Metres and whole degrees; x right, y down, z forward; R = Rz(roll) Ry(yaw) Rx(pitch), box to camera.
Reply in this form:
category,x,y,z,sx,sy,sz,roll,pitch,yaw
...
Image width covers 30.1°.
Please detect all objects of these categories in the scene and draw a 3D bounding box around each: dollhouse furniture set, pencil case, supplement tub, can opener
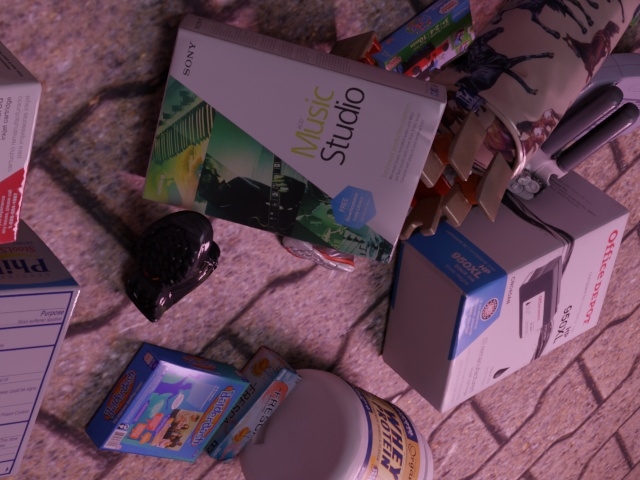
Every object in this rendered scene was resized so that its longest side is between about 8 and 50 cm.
category,x,y,z,sx,sy,sz,roll,pitch,yaw
dollhouse furniture set,0.091,-0.132,1.570,0.259,0.262,0.135,51,50,-30
pencil case,0.308,-0.285,1.650,0.410,0.183,0.160,-51,-170,-19
supplement tub,0.035,0.353,1.957,0.228,0.228,0.316,-51,144,4
can opener,0.394,-0.157,1.910,0.280,0.074,0.093,-41,-172,48

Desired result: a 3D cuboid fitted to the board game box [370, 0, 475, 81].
category,x,y,z,sx,sy,sz,roll,pitch,yaw
board game box,0.157,-0.232,1.704,0.160,0.039,0.211,-39,144,-15

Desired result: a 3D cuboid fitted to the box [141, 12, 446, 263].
category,x,y,z,sx,sy,sz,roll,pitch,yaw
box,-0.036,-0.117,1.427,0.322,0.058,0.232,15,120,-3

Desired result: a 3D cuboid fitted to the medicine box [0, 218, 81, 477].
category,x,y,z,sx,sy,sz,roll,pitch,yaw
medicine box,-0.448,0.133,1.320,0.264,0.149,0.289,-2,124,-45

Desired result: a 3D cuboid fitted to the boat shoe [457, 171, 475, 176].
category,x,y,z,sx,sy,sz,roll,pitch,yaw
boat shoe,0.298,-0.185,1.815,0.094,0.109,0.302,-75,-174,-62

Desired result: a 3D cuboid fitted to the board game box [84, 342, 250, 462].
category,x,y,z,sx,sy,sz,roll,pitch,yaw
board game box,-0.220,0.242,1.744,0.160,0.047,0.210,-55,143,8

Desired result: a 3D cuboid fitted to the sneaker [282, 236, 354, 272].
category,x,y,z,sx,sy,sz,roll,pitch,yaw
sneaker,0.000,0.000,1.758,0.158,0.061,0.064,27,75,-54

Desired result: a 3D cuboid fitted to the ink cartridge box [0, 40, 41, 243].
category,x,y,z,sx,sy,sz,roll,pitch,yaw
ink cartridge box,-0.432,-0.086,1.163,0.273,0.114,0.197,-11,130,-39

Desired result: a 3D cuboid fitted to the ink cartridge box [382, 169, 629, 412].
category,x,y,z,sx,sy,sz,roll,pitch,yaw
ink cartridge box,0.319,0.078,2.050,0.395,0.166,0.285,-24,138,-30

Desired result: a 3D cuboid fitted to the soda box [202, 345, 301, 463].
category,x,y,z,sx,sy,sz,roll,pitch,yaw
soda box,-0.116,0.256,1.852,0.183,0.063,0.058,-50,144,3

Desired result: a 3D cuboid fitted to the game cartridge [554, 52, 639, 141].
category,x,y,z,sx,sy,sz,roll,pitch,yaw
game cartridge,0.466,-0.232,1.944,0.294,0.060,0.196,-3,158,-44

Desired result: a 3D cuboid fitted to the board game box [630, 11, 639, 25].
category,x,y,z,sx,sy,sz,roll,pitch,yaw
board game box,0.479,-0.429,1.849,0.141,0.048,0.170,2,121,-48

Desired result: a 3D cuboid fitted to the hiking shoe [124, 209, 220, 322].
category,x,y,z,sx,sy,sz,roll,pitch,yaw
hiking shoe,-0.177,0.014,1.527,0.114,0.086,0.227,-39,174,-37
